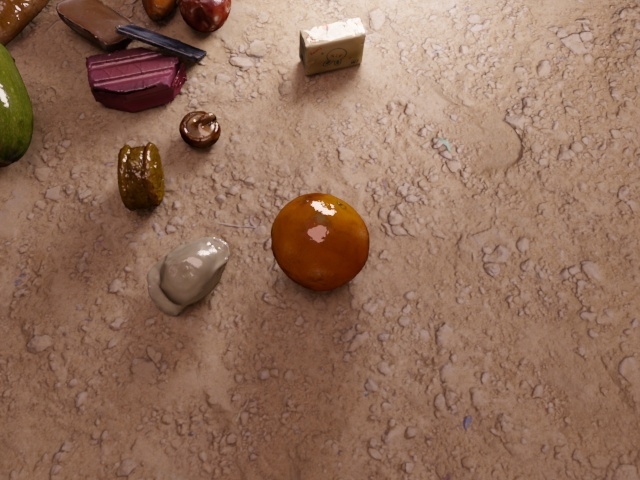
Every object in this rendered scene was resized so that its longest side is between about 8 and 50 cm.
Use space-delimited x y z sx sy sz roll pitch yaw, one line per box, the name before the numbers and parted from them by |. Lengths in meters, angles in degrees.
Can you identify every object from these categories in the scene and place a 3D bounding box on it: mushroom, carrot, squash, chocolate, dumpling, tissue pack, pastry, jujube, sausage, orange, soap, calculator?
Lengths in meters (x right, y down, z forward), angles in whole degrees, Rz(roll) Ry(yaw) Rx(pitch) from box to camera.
mushroom | -0.362 -0.332 1.623 0.127 0.087 0.127 1 64 -2
carrot | -0.524 -0.833 1.799 0.159 0.159 0.224 1 78 -1
squash | -0.935 -0.364 1.521 0.310 0.310 0.309 -39 79 -15
chocolate | -0.724 -0.695 1.764 0.261 0.083 0.161 37 54 8
dumpling | -0.349 0.083 1.437 0.250 0.132 0.162 -45 84 -1
tissue pack | 0.037 -0.608 1.708 0.196 0.148 0.092 -17 72 -7
pastry | -0.500 -0.179 1.515 0.103 0.188 0.188 -5 68 -6
jujube | -0.376 -0.791 1.781 0.168 0.168 0.236 -2 53 -2
sausage | -1.004 -0.757 1.764 0.136 0.123 0.500 25 70 11
orange | 0.000 0.000 1.406 0.261 0.261 0.260 0 68 -1
soap | -0.558 -0.500 1.673 0.289 0.112 0.182 -16 70 -7
calculator | -0.488 -0.617 1.692 0.262 0.021 0.161 18 25 -8
